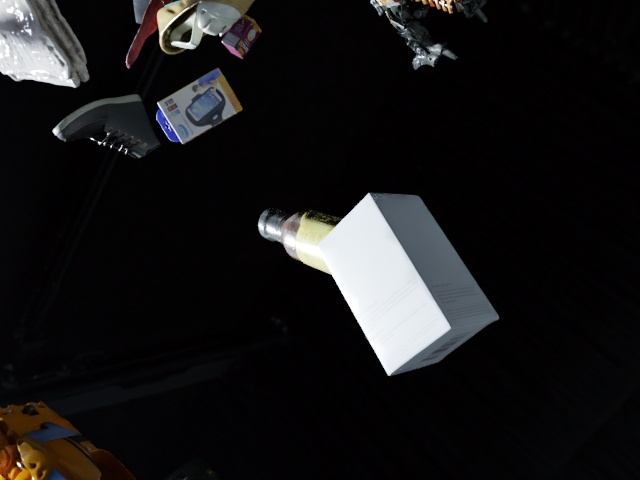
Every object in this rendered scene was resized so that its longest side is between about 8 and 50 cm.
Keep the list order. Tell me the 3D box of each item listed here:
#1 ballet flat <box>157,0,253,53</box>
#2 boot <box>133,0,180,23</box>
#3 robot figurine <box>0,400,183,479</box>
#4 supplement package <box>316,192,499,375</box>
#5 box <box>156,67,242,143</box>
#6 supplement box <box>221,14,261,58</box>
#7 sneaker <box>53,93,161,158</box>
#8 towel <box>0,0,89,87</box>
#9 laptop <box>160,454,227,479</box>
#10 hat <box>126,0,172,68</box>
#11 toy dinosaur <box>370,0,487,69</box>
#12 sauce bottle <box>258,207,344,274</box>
[{"bbox_3d":[-0.157,-0.309,0.904,0.080,0.232,0.073,11,-97,-36],"label":"ballet flat"},{"bbox_3d":[-0.248,-0.608,1.453,0.368,0.146,0.445,8,-13,-12],"label":"boot"},{"bbox_3d":[-0.149,0.240,0.417,0.085,0.291,0.210,7,-75,-53],"label":"robot figurine"},{"bbox_3d":[0.097,0.046,0.747,0.105,0.179,0.105,-2,-35,-47],"label":"supplement package"},{"bbox_3d":[-0.211,-0.225,1.111,0.136,0.081,0.028,-32,10,-4],"label":"box"},{"bbox_3d":[-0.184,-0.480,1.526,0.083,0.043,0.055,-57,-20,-1],"label":"supplement box"},{"bbox_3d":[-0.398,-0.206,1.254,0.083,0.118,0.222,-26,8,36],"label":"sneaker"},{"bbox_3d":[-0.425,-0.326,0.840,0.049,0.187,0.282,-54,-38,-31],"label":"towel"},{"bbox_3d":[-0.076,0.342,0.797,0.136,0.264,0.234,-55,-13,9],"label":"laptop"},{"bbox_3d":[-0.261,-0.421,0.995,0.184,0.208,0.173,-14,-21,10],"label":"hat"},{"bbox_3d":[0.140,-0.394,1.043,0.218,0.321,0.164,34,-55,-27],"label":"toy dinosaur"},{"bbox_3d":[0.000,0.000,1.281,0.112,0.345,0.111,-15,-67,-39],"label":"sauce bottle"}]
